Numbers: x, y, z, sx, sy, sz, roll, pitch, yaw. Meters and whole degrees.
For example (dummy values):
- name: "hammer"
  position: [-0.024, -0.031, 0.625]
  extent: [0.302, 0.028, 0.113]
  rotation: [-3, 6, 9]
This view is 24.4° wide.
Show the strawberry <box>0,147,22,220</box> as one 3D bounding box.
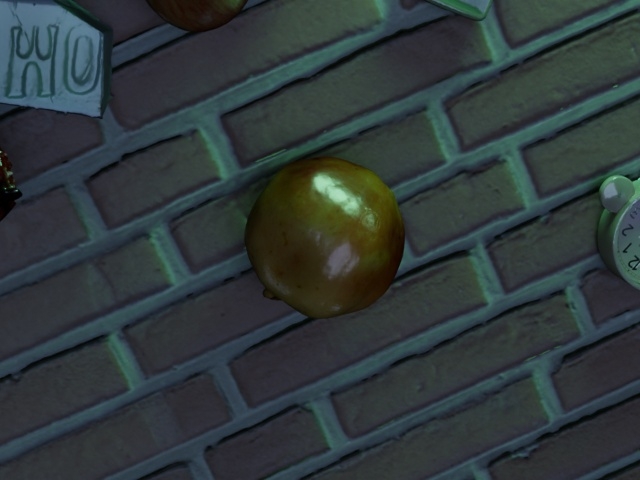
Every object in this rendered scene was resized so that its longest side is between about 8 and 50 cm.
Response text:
- name: "strawberry"
  position: [-0.434, -0.113, 1.672]
  extent: [0.233, 0.306, 0.138]
  rotation: [22, 70, -20]

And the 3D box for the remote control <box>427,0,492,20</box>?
- name: "remote control"
  position: [0.204, -0.422, 1.833]
  extent: [0.123, 0.038, 0.285]
  rotation: [22, 100, -16]

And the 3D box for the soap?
- name: "soap"
  position: [-0.354, -0.223, 1.748]
  extent: [0.230, 0.091, 0.145]
  rotation: [3, 105, -11]

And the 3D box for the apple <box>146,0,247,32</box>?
- name: "apple"
  position: [-0.153, -0.323, 1.731]
  extent: [0.146, 0.146, 0.131]
  rotation: [-45, 138, 3]

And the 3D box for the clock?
- name: "clock"
  position: [0.453, -0.010, 1.991]
  extent: [0.229, 0.063, 0.155]
  rotation: [40, 92, -21]

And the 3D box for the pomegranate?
- name: "pomegranate"
  position: [0.003, -0.006, 1.823]
  extent: [0.209, 0.209, 0.209]
  rotation: [-3, 106, -11]
